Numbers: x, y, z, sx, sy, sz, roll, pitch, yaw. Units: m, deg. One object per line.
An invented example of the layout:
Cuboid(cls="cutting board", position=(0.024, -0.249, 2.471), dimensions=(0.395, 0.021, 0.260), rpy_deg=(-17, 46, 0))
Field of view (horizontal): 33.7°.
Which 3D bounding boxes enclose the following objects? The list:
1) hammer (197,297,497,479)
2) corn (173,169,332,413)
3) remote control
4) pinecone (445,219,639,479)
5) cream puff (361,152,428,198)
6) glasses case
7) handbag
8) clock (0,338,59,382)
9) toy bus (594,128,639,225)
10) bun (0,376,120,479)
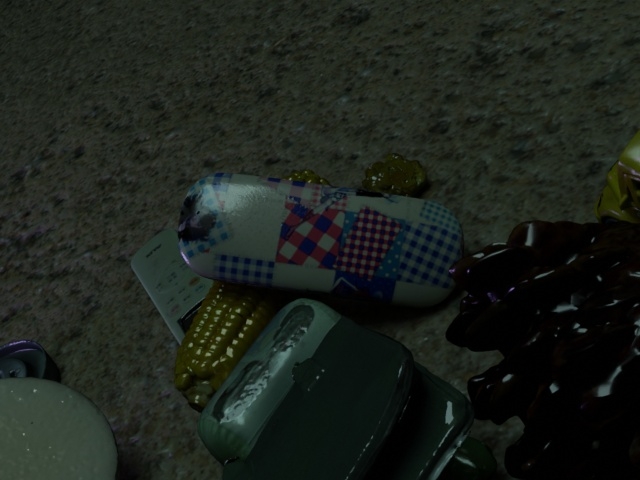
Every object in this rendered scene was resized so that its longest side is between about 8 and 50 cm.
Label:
Cuboid(cls="hammer", position=(0.039, 0.184, 1.071), dimensions=(0.335, 0.119, 0.206), rpy_deg=(15, 60, 42))
Cuboid(cls="corn", position=(-0.070, 0.059, 1.299), dimensions=(0.120, 0.120, 0.363), rpy_deg=(-5, 46, 38))
Cuboid(cls="remote control", position=(-0.190, 0.070, 1.466), dimensions=(0.090, 0.038, 0.309), rpy_deg=(-38, 34, -4))
Cuboid(cls="pinecone", position=(0.254, 0.112, 0.827), dimensions=(0.296, 0.298, 0.242), rpy_deg=(-119, 42, -60))
Cuboid(cls="cream puff", position=(0.095, -0.074, 1.382), dimensions=(0.058, 0.083, 0.083), rpy_deg=(114, 171, -58))
Cuboid(cls="glasses case", position=(0.000, 0.000, 1.211), dimensions=(0.327, 0.076, 0.125), rpy_deg=(8, 85, 3))
Cuboid(cls="handbag", position=(0.000, 0.191, 0.899), dimensions=(0.247, 0.079, 0.260), rpy_deg=(-57, 16, -3))
Cuboid(cls="clock", position=(-0.465, 0.236, 1.502), dimensions=(0.215, 0.042, 0.215), rpy_deg=(-24, 35, 18))
Cuboid(cls="toy bus", position=(0.395, -0.042, 0.983), dimensions=(0.145, 0.151, 0.331), rpy_deg=(-44, 35, -9))
Cuboid(cls="bun", position=(-0.361, 0.306, 1.232), dimensions=(0.263, 0.175, 0.263), rpy_deg=(5, 47, -5))
